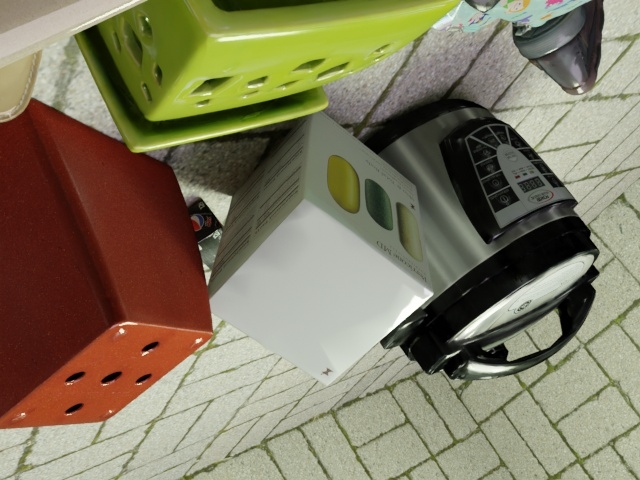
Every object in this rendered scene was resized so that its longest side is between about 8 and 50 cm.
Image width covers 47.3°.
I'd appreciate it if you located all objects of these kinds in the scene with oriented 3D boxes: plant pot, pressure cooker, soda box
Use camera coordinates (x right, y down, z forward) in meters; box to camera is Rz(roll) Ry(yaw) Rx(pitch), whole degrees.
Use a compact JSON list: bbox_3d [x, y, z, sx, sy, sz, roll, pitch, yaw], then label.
[{"bbox_3d":[-0.075,-0.200,0.544,0.227,0.228,0.207,-21,171,-35],"label":"plant pot"},{"bbox_3d":[0.247,0.023,1.221,0.370,0.420,0.375,-37,158,10],"label":"pressure cooker"},{"bbox_3d":[-0.276,0.055,0.798,0.267,0.236,0.267,-38,158,11],"label":"plant pot"},{"bbox_3d":[-0.160,0.004,1.092,0.053,0.060,0.169,-33,158,-4],"label":"soda box"}]

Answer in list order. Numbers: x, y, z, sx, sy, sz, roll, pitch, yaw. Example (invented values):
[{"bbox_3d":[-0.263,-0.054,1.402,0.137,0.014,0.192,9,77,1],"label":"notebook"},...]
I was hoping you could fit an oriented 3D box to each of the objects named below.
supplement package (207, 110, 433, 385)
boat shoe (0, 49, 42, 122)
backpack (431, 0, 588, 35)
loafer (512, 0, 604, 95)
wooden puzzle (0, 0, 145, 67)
[{"bbox_3d":[0.000,0.000,0.953,0.198,0.199,0.263,-45,-159,26],"label":"supplement package"},{"bbox_3d":[-0.246,-0.180,0.526,0.109,0.098,0.302,-21,155,-30],"label":"boat shoe"},{"bbox_3d":[0.178,-0.311,0.691,0.253,0.225,0.191,-17,176,-46],"label":"backpack"},{"bbox_3d":[0.296,-0.276,0.899,0.109,0.095,0.302,-25,-154,34],"label":"loafer"},{"bbox_3d":[-0.178,-0.214,0.369,0.221,0.239,0.044,-29,174,-11],"label":"wooden puzzle"}]
